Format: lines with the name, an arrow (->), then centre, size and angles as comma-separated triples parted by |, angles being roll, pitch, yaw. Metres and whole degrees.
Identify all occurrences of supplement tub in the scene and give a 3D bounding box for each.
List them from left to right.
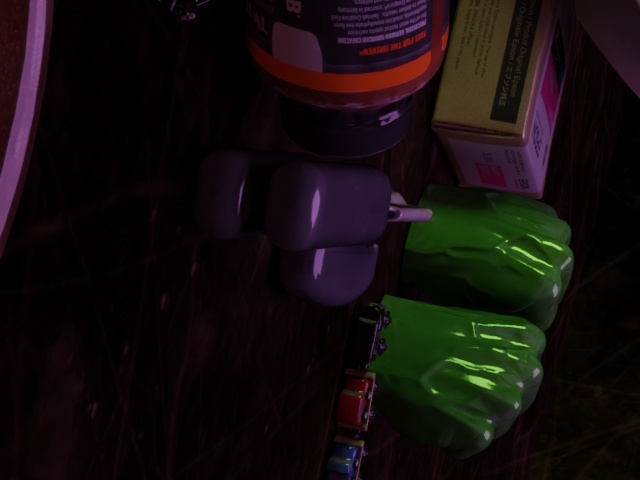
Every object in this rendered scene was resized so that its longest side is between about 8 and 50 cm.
supplement tub -> 0.013, -0.138, 0.787 | 0.106, 0.106, 0.198 | -64, 160, -47

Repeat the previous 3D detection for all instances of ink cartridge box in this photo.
ink cartridge box -> 0.175, -0.158, 1.473 | 0.235, 0.088, 0.193 | 46, 55, -75

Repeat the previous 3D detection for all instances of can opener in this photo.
can opener -> 0.000, 0.000, 0.910 | 0.283, 0.076, 0.095 | -7, 107, -75

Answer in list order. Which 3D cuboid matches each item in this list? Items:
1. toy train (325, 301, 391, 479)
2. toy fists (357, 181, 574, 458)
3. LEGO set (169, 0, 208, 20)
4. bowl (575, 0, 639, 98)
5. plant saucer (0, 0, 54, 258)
toy train -> 0.028, 0.125, 1.225 | 0.036, 0.027, 0.158 | -3, 104, -73
toy fists -> 0.130, 0.065, 1.350 | 0.096, 0.142, 0.279 | 88, 19, -44
LEGO set -> -0.053, -0.120, 0.704 | 0.083, 0.023, 0.054 | -55, 153, -60
bowl -> 0.297, -0.262, 1.441 | 0.298, 0.134, 0.298 | 56, 2, -3
plant saucer -> -0.135, -0.044, 0.382 | 0.310, 0.050, 0.310 | 12, 90, -76
